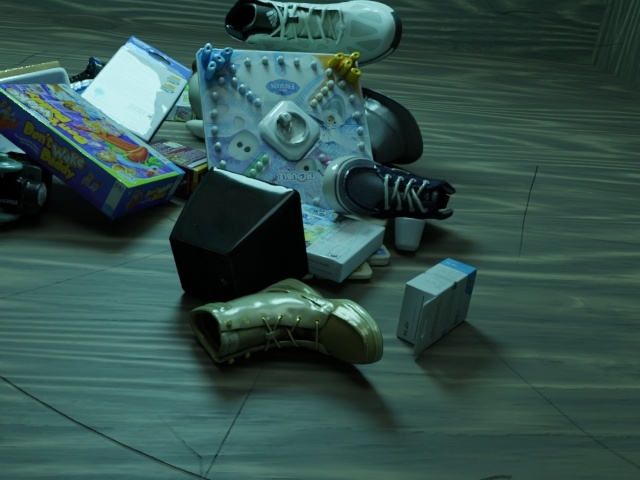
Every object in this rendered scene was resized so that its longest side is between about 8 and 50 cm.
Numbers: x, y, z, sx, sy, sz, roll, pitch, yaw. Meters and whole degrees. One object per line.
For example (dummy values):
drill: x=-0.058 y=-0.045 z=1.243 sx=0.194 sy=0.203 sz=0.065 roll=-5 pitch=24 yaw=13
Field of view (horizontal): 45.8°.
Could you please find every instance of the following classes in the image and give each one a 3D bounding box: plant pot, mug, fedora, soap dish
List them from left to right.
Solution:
soap dish: x=-0.677 y=-0.263 z=1.688 sx=0.118 sy=0.229 sz=0.291 roll=-1 pitch=19 yaw=29
plant pot: x=-0.147 y=0.012 z=1.293 sx=0.188 sy=0.187 sz=0.167 roll=17 pitch=44 yaw=26
fedora: x=0.119 y=-0.269 z=1.964 sx=0.275 sy=0.243 sz=0.124 roll=30 pitch=63 yaw=35
mug: x=0.185 y=-0.010 z=1.556 sx=0.078 sy=0.064 sz=0.062 roll=11 pitch=-5 yaw=-36

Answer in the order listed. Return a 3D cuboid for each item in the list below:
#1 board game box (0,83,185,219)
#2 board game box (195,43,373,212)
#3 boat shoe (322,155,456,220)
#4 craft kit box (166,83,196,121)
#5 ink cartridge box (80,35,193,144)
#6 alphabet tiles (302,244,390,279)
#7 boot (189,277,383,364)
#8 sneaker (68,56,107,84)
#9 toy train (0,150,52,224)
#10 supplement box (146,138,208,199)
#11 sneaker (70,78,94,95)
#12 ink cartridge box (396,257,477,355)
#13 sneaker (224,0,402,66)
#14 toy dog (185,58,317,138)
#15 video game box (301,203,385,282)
board game box: x=-0.480 y=-0.193 z=1.558 sx=0.347 sy=0.078 sz=0.233 roll=36 pitch=20 yaw=7
board game box: x=-0.064 y=-0.251 z=1.693 sx=0.390 sy=0.390 sz=0.050 roll=-3 pitch=-14 yaw=-22
boat shoe: x=0.155 y=-0.105 z=1.569 sx=0.158 sy=0.127 sz=0.340 roll=5 pitch=2 yaw=34
craft kit box: x=-0.480 y=-0.418 z=2.256 sx=0.247 sy=0.061 sz=0.250 roll=5 pitch=25 yaw=-11
ink cartridge box: x=-0.450 y=-0.358 z=1.845 sx=0.186 sy=0.065 sz=0.311 roll=28 pitch=48 yaw=-9
alphabet tiles: x=-0.012 y=0.011 z=1.512 sx=0.284 sy=0.021 sz=0.278 roll=0 pitch=26 yaw=-15
boot: x=-0.055 y=0.137 z=1.135 sx=0.203 sy=0.095 sz=0.262 roll=-12 pitch=25 yaw=-38
sneaker: x=-0.712 y=-0.488 z=2.257 sx=0.217 sy=0.121 sz=0.079 roll=1 pitch=25 yaw=-13
toy train: x=-0.689 y=-0.122 z=1.483 sx=0.334 sy=0.142 sz=0.190 roll=8 pitch=16 yaw=-2
supplement box: x=-0.322 y=-0.161 z=1.719 sx=0.188 sy=0.080 sz=0.104 roll=20 pitch=28 yaw=25
sneaker: x=-0.639 y=-0.330 z=1.974 sx=0.330 sy=0.129 sz=0.147 roll=-15 pitch=52 yaw=-44
ink cartridge box: x=0.185 y=0.108 z=1.262 sx=0.060 sy=0.104 sz=0.180 roll=24 pitch=29 yaw=31
sneaker: x=-0.041 y=-0.514 z=1.870 sx=0.448 sy=0.169 sz=0.257 roll=9 pitch=14 yaw=29
toy dog: x=-0.194 y=-0.339 z=1.973 sx=0.395 sy=0.284 sz=0.408 roll=-26 pitch=36 yaw=-21
video game box: x=0.000 y=0.000 z=1.458 sx=0.187 sy=0.048 sz=0.205 roll=20 pitch=27 yaw=21
